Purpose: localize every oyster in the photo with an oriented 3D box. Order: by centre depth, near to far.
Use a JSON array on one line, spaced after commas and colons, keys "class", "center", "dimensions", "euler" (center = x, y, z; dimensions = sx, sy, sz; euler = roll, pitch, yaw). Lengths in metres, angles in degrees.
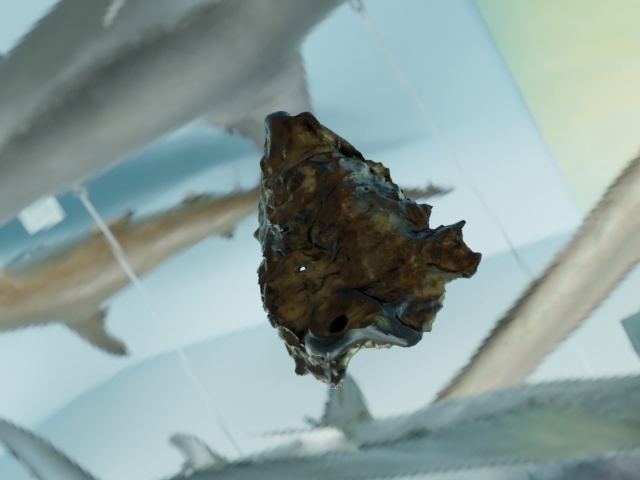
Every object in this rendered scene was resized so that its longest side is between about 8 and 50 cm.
[{"class": "oyster", "center": [0.000, -0.001, 0.526], "dimensions": [0.086, 0.029, 0.132], "euler": [-46, -138, -14]}]
